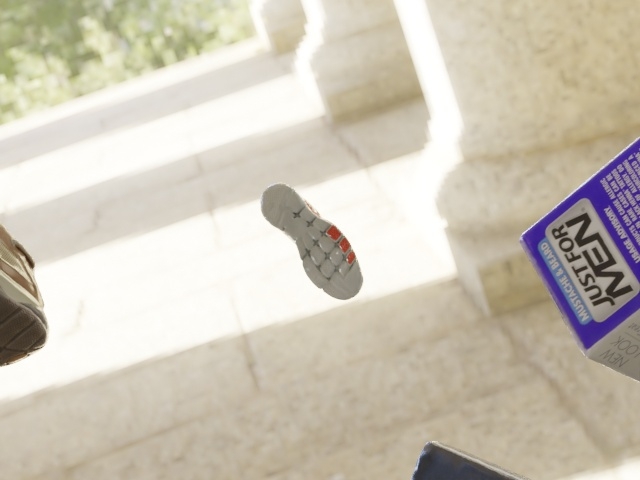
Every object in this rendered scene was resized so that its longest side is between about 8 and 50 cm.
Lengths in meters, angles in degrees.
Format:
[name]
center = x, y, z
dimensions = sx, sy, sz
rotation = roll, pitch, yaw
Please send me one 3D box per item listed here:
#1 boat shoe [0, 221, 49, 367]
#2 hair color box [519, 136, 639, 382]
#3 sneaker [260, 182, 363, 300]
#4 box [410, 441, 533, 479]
[boat shoe]
center = -0.370, -0.008, 1.581
dimensions = 0.123, 0.324, 0.116
rotation = -19, 45, 14
[hair color box]
center = 0.311, -0.043, 1.016
dimensions = 0.339, 0.185, 0.110
rotation = -40, 50, 22
[sneaker]
center = 0.000, 0.000, 1.835
dimensions = 0.061, 0.158, 0.065
rotation = -41, -19, 10
[box]
center = 0.226, 0.469, 1.305
dimensions = 0.480, 0.297, 0.472
rotation = 17, 81, 57
